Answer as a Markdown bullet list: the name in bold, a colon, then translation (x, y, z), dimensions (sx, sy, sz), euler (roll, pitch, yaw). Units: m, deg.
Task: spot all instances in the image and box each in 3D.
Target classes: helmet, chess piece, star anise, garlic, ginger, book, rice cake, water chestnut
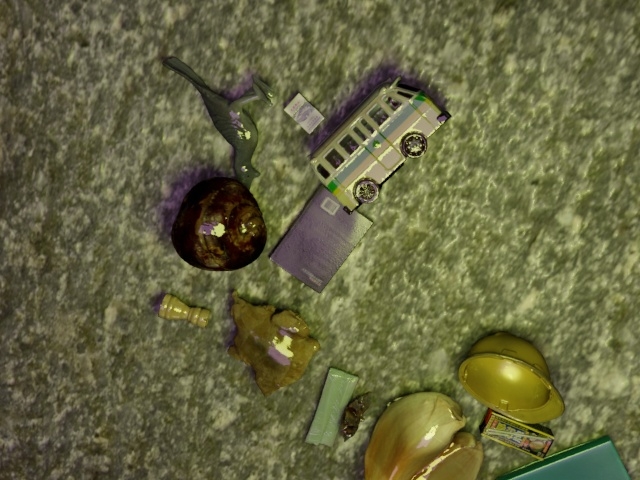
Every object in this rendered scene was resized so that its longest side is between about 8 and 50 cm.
- **helmet**: translation (0.454, 0.300, 1.472), dimensions (0.257, 0.140, 0.205), euler (37, 137, -12)
- **chess piece**: translation (-0.344, 0.184, 1.586), dimensions (0.122, 0.066, 0.066), euler (19, 104, -4)
- **star anise**: translation (0.092, 0.429, 1.569), dimensions (0.056, 0.129, 0.124), euler (25, 143, 21)
- **garlic**: translation (0.247, 0.529, 1.517), dimensions (0.286, 0.249, 0.313), euler (37, 85, 14)
- **ginger**: translation (-0.133, 0.236, 1.537), dimensions (0.219, 0.123, 0.270), euler (-33, 97, 15)
- **book**: translation (0.000, 0.000, 1.519), dimensions (0.160, 0.024, 0.228), euler (36, 104, -1)
- **rice cake**: translation (0.028, 0.433, 1.605), dimensions (0.080, 0.042, 0.221), euler (18, 103, -2)
- **water chestnut**: translation (-0.244, -0.033, 1.458), dimensions (0.238, 0.224, 0.223), euler (17, 109, 48)

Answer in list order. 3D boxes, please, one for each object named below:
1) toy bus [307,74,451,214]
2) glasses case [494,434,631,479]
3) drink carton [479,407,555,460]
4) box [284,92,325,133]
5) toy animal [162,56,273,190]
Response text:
- **toy bus**: translation (0.128, -0.221, 1.393), dimensions (0.305, 0.143, 0.179), euler (-43, 92, 15)
- **glasses case**: translation (0.599, 0.590, 1.561), dimensions (0.301, 0.070, 0.117), euler (-26, 92, 14)
- **drink carton**: translation (0.486, 0.477, 1.551), dimensions (0.166, 0.056, 0.071), euler (21, 101, 2)
- **box**: translation (-0.037, -0.296, 1.457), dimensions (0.083, 0.024, 0.054), euler (43, 105, -4)
- **toy animal**: translation (-0.199, -0.299, 1.441), dimensions (0.206, 0.081, 0.366), euler (-25, 100, 27)
